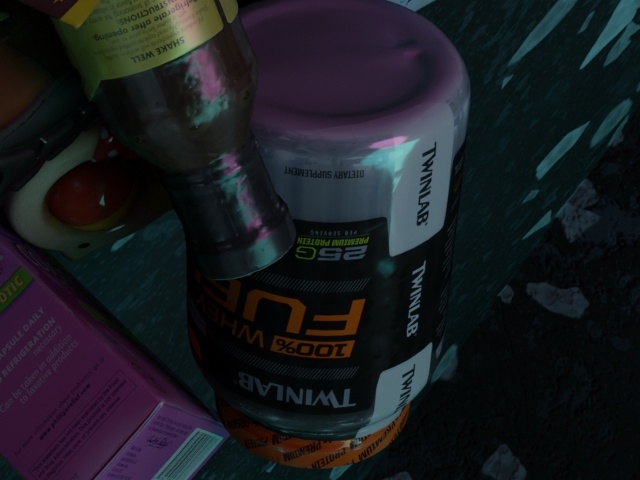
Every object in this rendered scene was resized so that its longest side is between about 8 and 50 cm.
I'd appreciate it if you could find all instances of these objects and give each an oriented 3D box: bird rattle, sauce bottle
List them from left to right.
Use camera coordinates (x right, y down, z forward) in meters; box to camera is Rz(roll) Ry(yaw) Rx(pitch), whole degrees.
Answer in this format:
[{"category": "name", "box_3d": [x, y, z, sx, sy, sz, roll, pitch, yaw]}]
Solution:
[{"category": "bird rattle", "box_3d": [-0.158, -0.059, 1.410, 0.207, 0.143, 0.253, -33, 161, 4]}, {"category": "sauce bottle", "box_3d": [-0.105, -0.134, 1.064, 0.111, 0.111, 0.344, -38, 119, -32]}]

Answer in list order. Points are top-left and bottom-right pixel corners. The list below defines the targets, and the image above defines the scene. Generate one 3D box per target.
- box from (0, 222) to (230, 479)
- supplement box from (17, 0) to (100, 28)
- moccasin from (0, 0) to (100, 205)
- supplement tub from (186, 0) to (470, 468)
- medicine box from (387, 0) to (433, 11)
[{"category": "box", "box_3d": [-0.214, 0.103, 1.404, 0.117, 0.243, 0.213, -49, 163, -1]}, {"category": "supplement box", "box_3d": [-0.181, -0.225, 0.844, 0.129, 0.191, 0.194, -50, 164, 7]}, {"category": "moccasin", "box_3d": [-0.226, -0.107, 1.124, 0.380, 0.147, 0.139, -43, 177, -31]}, {"category": "supplement tub", "box_3d": [0.000, 0.000, 1.344, 0.207, 0.207, 0.338, -35, 141, -37]}, {"category": "medicine box", "box_3d": [0.098, -0.334, 1.383, 0.289, 0.149, 0.263, -35, 159, -41]}]
